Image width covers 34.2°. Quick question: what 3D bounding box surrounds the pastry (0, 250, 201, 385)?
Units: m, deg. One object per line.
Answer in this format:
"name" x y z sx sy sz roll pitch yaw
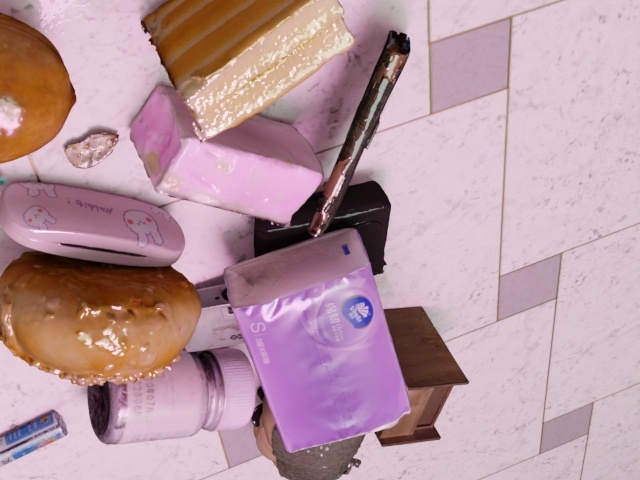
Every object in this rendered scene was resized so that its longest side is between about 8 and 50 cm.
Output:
"pastry" -0.347 0.128 1.598 0.316 0.284 0.184 3 104 -30

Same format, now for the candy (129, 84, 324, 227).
"candy" -0.141 -0.126 1.567 0.265 0.155 0.115 13 125 -37

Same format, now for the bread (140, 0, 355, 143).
"bread" -0.108 -0.278 1.380 0.246 0.239 0.111 -35 132 3

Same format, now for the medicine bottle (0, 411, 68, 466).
"medicine bottle" -0.559 0.375 1.902 0.191 0.051 0.051 -24 138 -5

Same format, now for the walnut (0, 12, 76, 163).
"walnut" -0.474 -0.195 1.282 0.336 0.209 0.209 0 131 -31

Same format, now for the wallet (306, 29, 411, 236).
"wallet" 0.062 -0.166 1.607 0.044 0.169 0.317 23 110 0

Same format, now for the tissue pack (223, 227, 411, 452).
"tissue pack" 0.001 0.178 1.767 0.242 0.160 0.338 -19 120 -1

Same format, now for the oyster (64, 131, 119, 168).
"oyster" -0.337 -0.139 1.546 0.083 0.019 0.054 -26 137 -1

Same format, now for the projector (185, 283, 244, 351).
"projector" -0.179 0.132 1.852 0.147 0.061 0.115 -10 138 -3

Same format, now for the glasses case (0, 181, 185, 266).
"glasses case" -0.344 -0.023 1.585 0.297 0.113 0.075 9 128 -36

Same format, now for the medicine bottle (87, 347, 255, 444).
"medicine bottle" -0.270 0.277 1.884 0.274 0.165 0.165 -1 131 -31

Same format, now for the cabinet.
"cabinet" 0.161 0.271 2.082 0.148 0.215 0.174 -3 132 -28

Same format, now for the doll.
"doll" -0.022 0.360 2.065 0.247 0.247 0.349 -19 144 -13

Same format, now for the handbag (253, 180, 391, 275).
"handbag" 0.000 0.000 1.833 0.247 0.080 0.223 -12 144 -12

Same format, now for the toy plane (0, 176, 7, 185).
"toy plane" -0.561 -0.037 1.491 0.235 0.060 0.096 -35 146 11
